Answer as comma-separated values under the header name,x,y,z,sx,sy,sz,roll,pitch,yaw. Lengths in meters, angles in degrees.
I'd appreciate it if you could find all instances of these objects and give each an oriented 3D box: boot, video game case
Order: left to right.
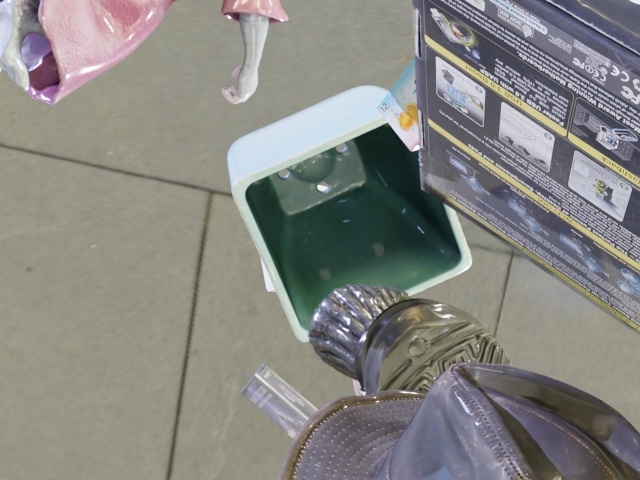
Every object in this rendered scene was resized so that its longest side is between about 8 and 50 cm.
name,x,y,z,sx,sy,sz,roll,pitch,yaw
video game case,0.011,0.275,1.491,0.274,0.196,0.026,41,73,3
boot,0.078,0.113,1.133,0.131,0.348,0.260,-42,50,-4

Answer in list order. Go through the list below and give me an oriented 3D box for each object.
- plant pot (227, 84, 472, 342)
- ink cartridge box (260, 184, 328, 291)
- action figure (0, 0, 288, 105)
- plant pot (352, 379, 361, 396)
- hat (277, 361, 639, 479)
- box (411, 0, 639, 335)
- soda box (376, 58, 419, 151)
name,x,y,z,sx,sy,sz,roll,pitch,yaw
plant pot,0.015,-0.067,1.470,0.247,0.252,0.247,-24,119,-3
ink cartridge box,0.000,0.000,1.775,0.092,0.219,0.160,-21,74,34
action figure,-0.150,-0.277,1.005,0.370,0.276,0.248,-31,58,-15
plant pot,0.127,0.239,1.974,0.109,0.237,0.237,-9,99,21
hat,0.134,0.170,0.754,0.331,0.331,0.134,18,122,9
box,0.235,-0.029,0.689,0.395,0.318,0.097,36,72,21
soda box,0.131,-0.167,1.057,0.063,0.058,0.183,54,135,15
